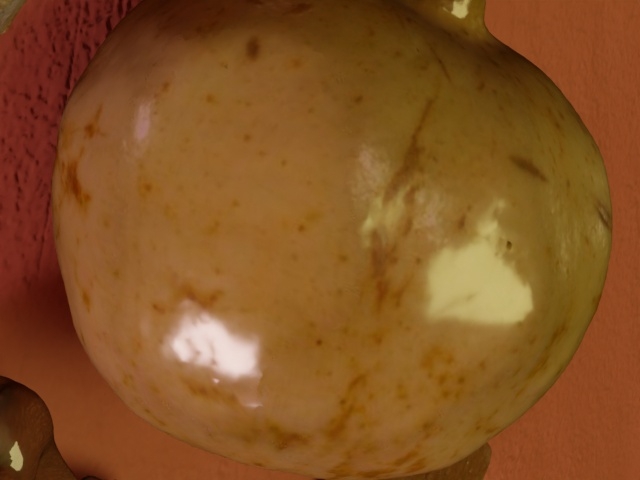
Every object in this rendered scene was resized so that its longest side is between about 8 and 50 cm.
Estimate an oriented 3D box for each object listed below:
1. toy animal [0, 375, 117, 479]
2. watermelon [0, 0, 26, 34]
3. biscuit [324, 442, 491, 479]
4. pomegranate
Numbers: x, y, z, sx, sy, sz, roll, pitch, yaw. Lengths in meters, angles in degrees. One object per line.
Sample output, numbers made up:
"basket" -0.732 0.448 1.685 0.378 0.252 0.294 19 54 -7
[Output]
"toy animal" -0.181 0.167 1.067 0.157 0.097 0.312 -64 146 -33
"watermelon" -0.278 -0.071 0.764 0.175 0.188 0.322 -39 -172 49
"biscuit" 0.081 0.180 1.493 0.144 0.040 0.236 -62 148 0
"pomegranate" 0.015 -0.029 1.021 0.342 0.342 0.342 -31 130 -45
